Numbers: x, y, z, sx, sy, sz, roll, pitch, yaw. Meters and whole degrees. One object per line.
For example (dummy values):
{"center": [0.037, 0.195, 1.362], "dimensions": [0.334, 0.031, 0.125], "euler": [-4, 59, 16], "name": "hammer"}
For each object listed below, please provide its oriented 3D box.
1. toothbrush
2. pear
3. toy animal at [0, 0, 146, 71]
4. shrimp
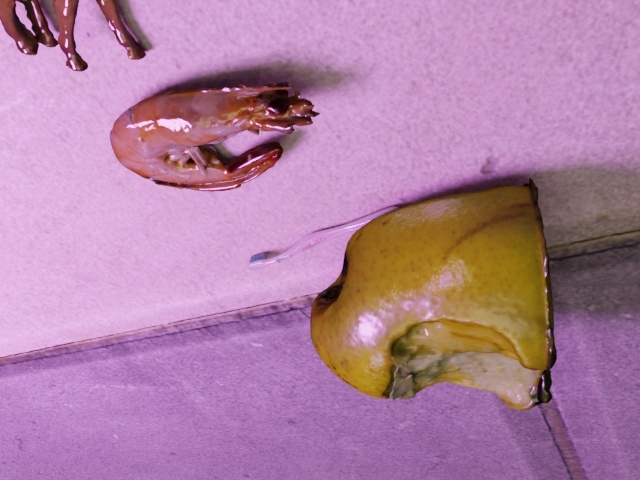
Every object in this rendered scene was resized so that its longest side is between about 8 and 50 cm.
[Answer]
{"center": [0.000, 0.000, 0.775], "dimensions": [0.204, 0.022, 0.017], "euler": [-19, 140, 27], "name": "toothbrush"}
{"center": [0.109, 0.069, 0.720], "dimensions": [0.255, 0.164, 0.238], "euler": [-2, 139, 11], "name": "pear"}
{"center": [-0.175, -0.235, 0.539], "dimensions": [0.149, 0.054, 0.275], "euler": [28, 134, -21], "name": "toy animal"}
{"center": [-0.099, -0.095, 0.671], "dimensions": [0.236, 0.053, 0.133], "euler": [-10, 132, 25], "name": "shrimp"}
